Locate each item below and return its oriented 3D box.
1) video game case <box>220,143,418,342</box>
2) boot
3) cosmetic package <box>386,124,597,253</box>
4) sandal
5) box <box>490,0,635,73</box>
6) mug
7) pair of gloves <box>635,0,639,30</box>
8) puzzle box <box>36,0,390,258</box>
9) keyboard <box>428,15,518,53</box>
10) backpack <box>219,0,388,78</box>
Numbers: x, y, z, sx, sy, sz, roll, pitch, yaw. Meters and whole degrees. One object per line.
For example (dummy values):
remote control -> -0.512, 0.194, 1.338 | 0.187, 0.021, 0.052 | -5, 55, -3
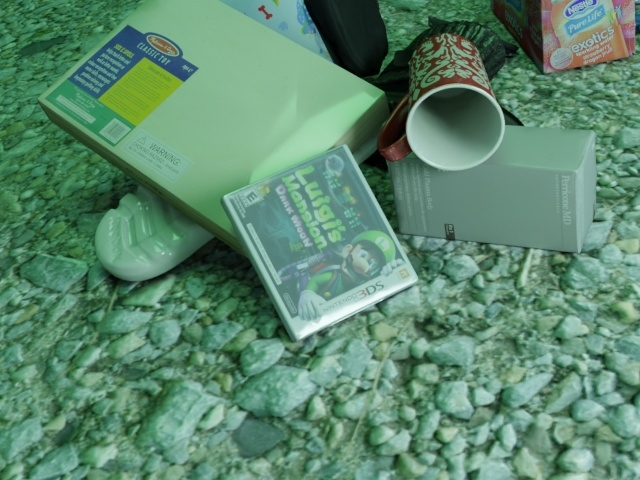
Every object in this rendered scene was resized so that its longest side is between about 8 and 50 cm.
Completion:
video game case -> 0.000, 0.000, 1.386 | 0.173, 0.190, 0.022 | -25, -8, -22
boot -> 0.200, -0.200, 1.657 | 0.348, 0.131, 0.260 | 20, 43, 38
cosmetic package -> 0.216, -0.070, 1.459 | 0.238, 0.127, 0.107 | 7, 38, 27
sandal -> -0.103, -0.072, 1.562 | 0.416, 0.102, 0.169 | -27, 54, -4
box -> 0.384, -0.403, 1.910 | 0.154, 0.142, 0.300 | -11, 33, -3
mug -> 0.138, -0.173, 1.423 | 0.150, 0.113, 0.169 | -6, 34, 6
pair of gloves -> 0.571, -0.384, 1.945 | 0.159, 0.023, 0.198 | -12, 32, 0
puzzle box -> -0.147, -0.176, 1.547 | 0.409, 0.052, 0.272 | 34, 71, 31
keyboard -> 0.229, -0.322, 1.857 | 0.108, 0.023, 0.180 | 22, 9, 32
backpack -> -0.115, -0.325, 1.810 | 0.356, 0.290, 0.273 | -1, 41, 26
